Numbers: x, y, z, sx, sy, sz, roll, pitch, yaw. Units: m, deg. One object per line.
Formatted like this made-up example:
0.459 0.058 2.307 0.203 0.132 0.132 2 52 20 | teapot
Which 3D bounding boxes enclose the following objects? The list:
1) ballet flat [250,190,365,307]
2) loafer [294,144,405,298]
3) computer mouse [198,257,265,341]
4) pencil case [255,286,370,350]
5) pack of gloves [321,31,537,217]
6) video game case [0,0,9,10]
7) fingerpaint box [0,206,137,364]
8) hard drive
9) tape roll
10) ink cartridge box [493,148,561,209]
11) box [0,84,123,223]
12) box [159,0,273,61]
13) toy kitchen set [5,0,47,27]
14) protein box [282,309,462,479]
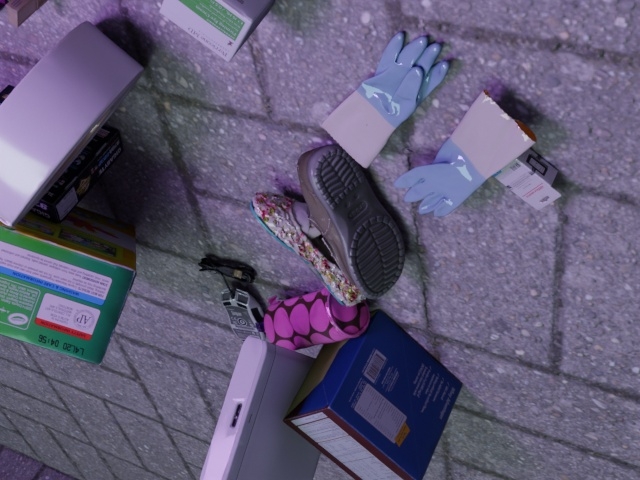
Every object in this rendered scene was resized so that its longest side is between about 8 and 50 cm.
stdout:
0.000 0.000 1.379 0.077 0.091 0.241 -32 120 22 | ballet flat
0.040 -0.030 1.296 0.087 0.094 0.251 29 148 55 | loafer
-0.141 0.107 1.662 0.106 0.042 0.193 6 134 27 | computer mouse
-0.012 0.123 1.527 0.209 0.095 0.098 -19 86 51 | pencil case
0.128 -0.138 1.120 0.195 0.046 0.232 46 144 0 | pack of gloves
-0.562 -0.409 1.302 0.210 0.042 0.232 9 142 43 | video game case
-0.523 0.008 1.463 0.444 0.163 0.371 20 -173 -15 | fingerpaint box
-0.067 0.297 1.543 0.047 0.233 0.353 14 171 23 | hard drive
-0.364 -0.155 1.266 0.100 0.286 0.286 40 147 -13 | tape roll
0.241 -0.077 1.099 0.083 0.028 0.048 37 148 -8 | ink cartridge box
-0.448 -0.138 1.462 0.220 0.175 0.051 22 145 14 | box
-0.106 -0.280 1.052 0.101 0.102 0.087 35 150 -7 | box
-0.413 -0.347 1.246 0.083 0.075 0.068 31 147 3 | toy kitchen set
0.088 0.261 1.521 0.201 0.200 0.136 42 144 -16 | protein box
